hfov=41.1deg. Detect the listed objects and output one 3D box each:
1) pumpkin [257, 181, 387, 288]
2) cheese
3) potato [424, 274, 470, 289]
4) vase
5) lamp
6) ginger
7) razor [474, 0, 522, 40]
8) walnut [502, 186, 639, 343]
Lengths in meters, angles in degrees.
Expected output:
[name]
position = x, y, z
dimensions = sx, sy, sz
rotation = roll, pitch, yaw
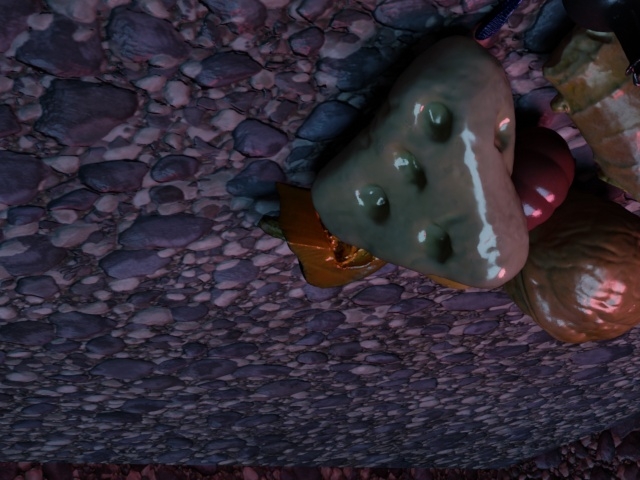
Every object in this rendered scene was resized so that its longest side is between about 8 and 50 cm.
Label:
[pumpkin]
position = -0.006, 0.000, 1.399
dimensions = 0.248, 0.131, 0.126
rotation = 16, 143, -37
[cheese]
position = 0.115, -0.111, 1.207
dimensions = 0.328, 0.129, 0.351
rotation = 7, 125, 38
[potato]
position = 0.207, -0.010, 1.427
dimensions = 0.150, 0.146, 0.234
rotation = -40, 127, 0
[vase]
position = 0.346, -0.258, 0.969
dimensions = 0.120, 0.183, 0.120
rotation = -8, 153, -4
[lamp]
position = 0.293, -0.095, 1.286
dimensions = 0.140, 0.182, 0.182
rotation = 38, 136, -10
[ginger]
position = 0.426, -0.156, 1.163
dimensions = 0.190, 0.126, 0.354
rotation = -25, 122, 7
[razor]
position = 0.238, -0.294, 1.031
dimensions = 0.028, 0.044, 0.154
rotation = -24, 166, -36
[walnut]
position = 0.446, 0.040, 1.490
dimensions = 0.313, 0.277, 0.252
rotation = 20, 109, -37
